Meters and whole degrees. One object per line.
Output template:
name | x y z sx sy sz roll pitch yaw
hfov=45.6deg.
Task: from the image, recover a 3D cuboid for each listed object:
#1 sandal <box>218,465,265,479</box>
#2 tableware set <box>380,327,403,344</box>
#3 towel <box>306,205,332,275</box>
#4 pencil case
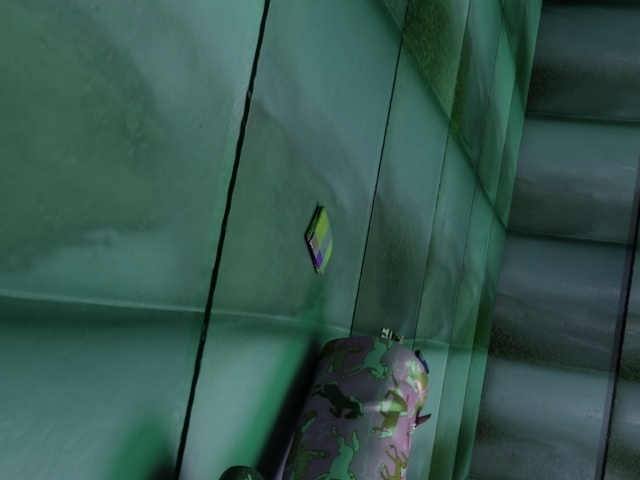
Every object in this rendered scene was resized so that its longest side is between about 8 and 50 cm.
sandal | -0.109 0.333 0.732 0.120 0.086 0.303 -65 170 -52
tableware set | 0.134 0.224 1.438 0.154 0.024 0.104 41 60 -68
towel | 0.000 0.000 0.995 0.083 0.009 0.060 74 30 -51
pencil case | 0.037 0.302 0.942 0.386 0.167 0.160 -70 163 -44
